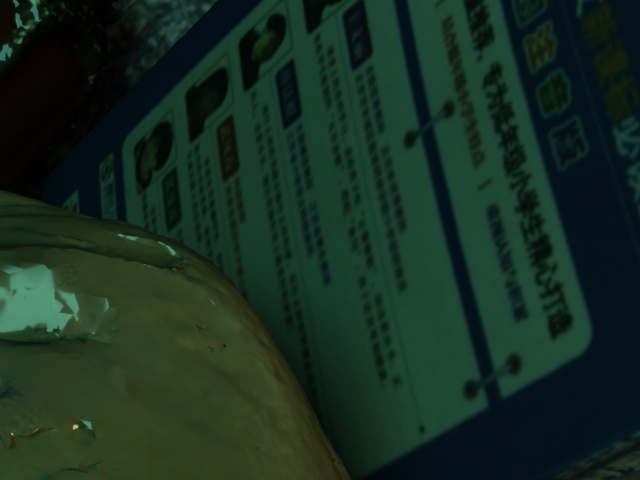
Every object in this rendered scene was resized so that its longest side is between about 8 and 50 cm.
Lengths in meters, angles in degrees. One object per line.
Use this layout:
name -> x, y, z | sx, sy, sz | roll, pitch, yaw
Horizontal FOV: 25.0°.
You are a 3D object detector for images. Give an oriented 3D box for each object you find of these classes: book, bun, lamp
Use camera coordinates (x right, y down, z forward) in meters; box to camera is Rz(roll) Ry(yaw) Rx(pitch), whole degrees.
book -> 0.000, 0.000, 0.626 | 0.428, 0.039, 0.300 | -36, 53, 42
bun -> -0.141, 0.144, 0.490 | 0.326, 0.234, 0.362 | 15, 63, 37
lamp -> -0.242, -0.079, 0.822 | 0.274, 0.177, 0.177 | -48, 56, 4
